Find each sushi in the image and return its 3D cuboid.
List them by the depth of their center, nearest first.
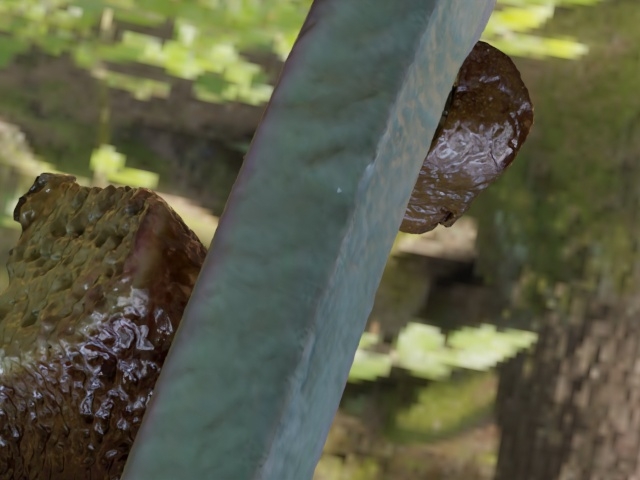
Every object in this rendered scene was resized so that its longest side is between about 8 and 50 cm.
[{"bbox_3d":[0.044,-0.035,0.799,0.055,0.052,0.120,23,158,-8],"label":"sushi"}]

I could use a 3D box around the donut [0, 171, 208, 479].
[{"bbox_3d":[-0.083,0.071,0.860,0.144,0.187,0.126,32,159,-23],"label":"donut"}]

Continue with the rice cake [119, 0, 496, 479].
[{"bbox_3d":[0.000,-0.003,0.562,0.051,0.290,0.081,12,157,21],"label":"rice cake"}]
